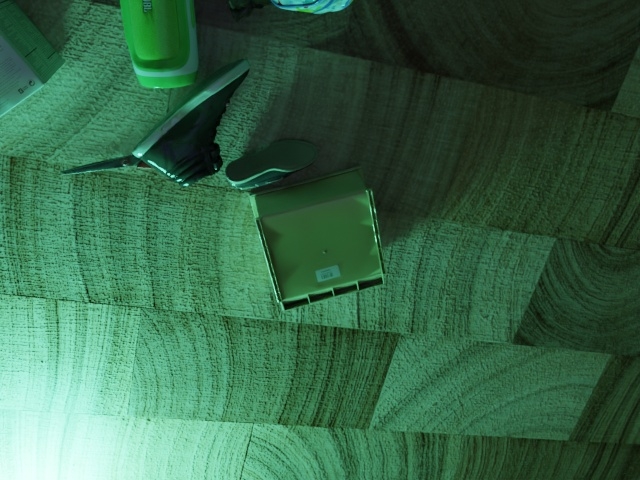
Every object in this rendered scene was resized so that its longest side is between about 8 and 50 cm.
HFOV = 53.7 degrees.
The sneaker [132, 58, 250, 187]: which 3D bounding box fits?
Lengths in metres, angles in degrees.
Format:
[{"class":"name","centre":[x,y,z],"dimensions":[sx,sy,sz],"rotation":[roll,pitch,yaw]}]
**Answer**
[{"class":"sneaker","centre":[-0.224,-0.228,1.280],"dimensions":[0.295,0.104,0.147],"rotation":[-40,114,9]}]

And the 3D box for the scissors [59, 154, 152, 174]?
[{"class":"scissors","centre":[-0.392,-0.178,1.330],"dimensions":[0.297,0.021,0.109],"rotation":[3,117,-11]}]

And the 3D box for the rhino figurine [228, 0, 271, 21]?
[{"class":"rhino figurine","centre":[-0.154,-0.539,1.160],"dimensions":[0.106,0.073,0.243],"rotation":[-23,116,-3]}]

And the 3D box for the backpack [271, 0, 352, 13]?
[{"class":"backpack","centre":[-0.021,-0.570,1.062],"dimensions":[0.273,0.290,0.355],"rotation":[-59,139,-19]}]

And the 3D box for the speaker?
[{"class":"speaker","centre":[-0.296,-0.438,1.154],"dimensions":[0.131,0.131,0.297],"rotation":[-5,117,-9]}]

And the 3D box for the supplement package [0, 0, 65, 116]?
[{"class":"supplement package","centre":[-0.626,-0.346,1.094],"dimensions":[0.199,0.198,0.263],"rotation":[-32,118,7]}]

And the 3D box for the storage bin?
[{"class":"storage bin","centre":[0.000,0.000,1.438],"dimensions":[0.262,0.123,0.260],"rotation":[-15,119,-4]}]

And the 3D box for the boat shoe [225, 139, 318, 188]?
[{"class":"boat shoe","centre":[-0.106,-0.162,1.381],"dimensions":[0.206,0.075,0.065],"rotation":[-17,162,-8]}]
